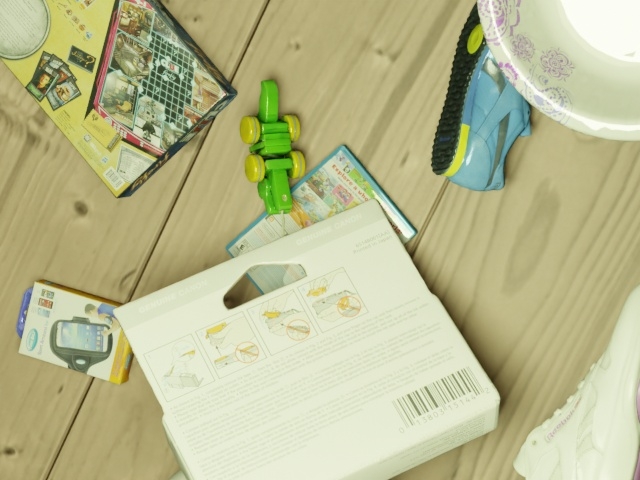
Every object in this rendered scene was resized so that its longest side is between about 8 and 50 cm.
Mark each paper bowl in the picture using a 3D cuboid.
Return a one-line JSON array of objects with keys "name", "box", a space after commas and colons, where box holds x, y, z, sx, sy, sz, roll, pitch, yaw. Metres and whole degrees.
[{"name": "paper bowl", "box": [0.296, -0.241, 1.720, 0.284, 0.148, 0.284, 4, 104, 18]}]

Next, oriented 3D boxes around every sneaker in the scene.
[{"name": "sneaker", "box": [0.261, 0.178, 1.795, 0.152, 0.114, 0.305, 14, 85, 38]}, {"name": "sneaker", "box": [0.173, -0.151, 1.829, 0.082, 0.069, 0.209, 14, 89, -20]}]

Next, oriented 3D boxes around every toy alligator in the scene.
[{"name": "toy alligator", "box": [-0.050, -0.066, 1.888, 0.056, 0.051, 0.189, -5, 85, -25]}]

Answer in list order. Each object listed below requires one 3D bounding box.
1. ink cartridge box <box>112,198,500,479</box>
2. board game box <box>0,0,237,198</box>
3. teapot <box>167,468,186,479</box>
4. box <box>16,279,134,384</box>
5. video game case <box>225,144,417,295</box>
[{"name": "ink cartridge box", "box": [-0.016, 0.126, 1.807, 0.296, 0.066, 0.261, -23, 60, -12]}, {"name": "board game box", "box": [-0.224, -0.188, 1.934, 0.165, 0.042, 0.243, -41, 83, 14]}, {"name": "teapot", "box": [-0.082, 0.330, 1.860, 0.253, 0.187, 0.256, 17, 97, 13]}, {"name": "box", "box": [-0.261, 0.094, 1.972, 0.136, 0.028, 0.081, 15, 98, 12]}, {"name": "video game case", "box": [0.000, 0.000, 1.902, 0.166, 0.015, 0.119, -41, 83, 14]}]
